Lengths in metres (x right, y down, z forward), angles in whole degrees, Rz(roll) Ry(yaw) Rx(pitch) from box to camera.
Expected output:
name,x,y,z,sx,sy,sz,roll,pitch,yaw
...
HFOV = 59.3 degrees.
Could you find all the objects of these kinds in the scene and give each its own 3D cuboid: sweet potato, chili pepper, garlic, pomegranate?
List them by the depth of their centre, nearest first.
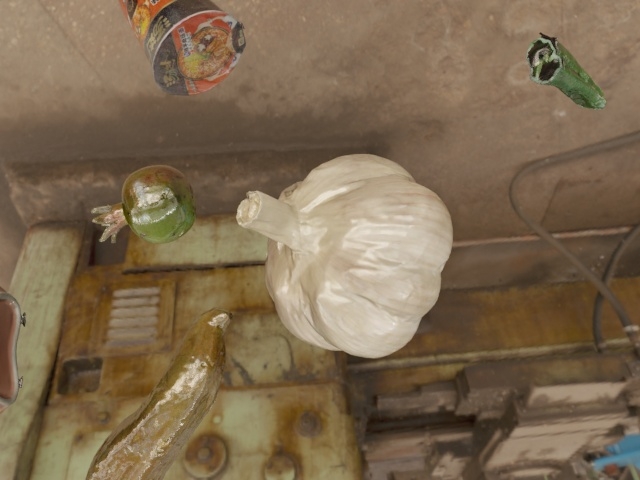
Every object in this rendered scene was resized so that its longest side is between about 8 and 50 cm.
name,x,y,z,sx,sy,sz,roll,pitch,yaw
sweet potato,-0.153,0.170,0.543,0.062,0.081,0.233,31,96,-34
garlic,0.000,0.000,0.555,0.212,0.219,0.218,22,134,-39
chili pepper,0.430,-0.270,0.950,0.226,0.088,0.059,11,156,-40
pomegranate,-0.388,-0.070,1.242,0.224,0.181,0.181,-20,143,-10

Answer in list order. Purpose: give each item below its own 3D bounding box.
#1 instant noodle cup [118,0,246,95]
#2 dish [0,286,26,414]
name,x,y,z,sx,sy,sz,roll,pitch,yaw
instant noodle cup,-0.181,-0.269,0.693,0.127,0.136,0.127,-32,161,-13
dish,-0.410,0.128,0.657,0.090,0.213,0.213,-5,142,-9
